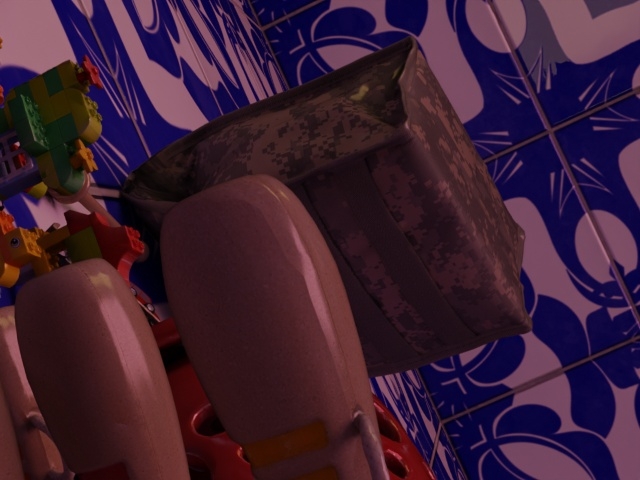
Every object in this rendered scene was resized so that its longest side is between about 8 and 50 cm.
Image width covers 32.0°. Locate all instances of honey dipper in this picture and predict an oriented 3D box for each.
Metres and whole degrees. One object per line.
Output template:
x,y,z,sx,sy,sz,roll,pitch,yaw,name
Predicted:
-0.163,-0.022,0.824,0.160,0.030,0.030,55,12,-62,honey dipper

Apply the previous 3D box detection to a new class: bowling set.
-0.120,0.099,0.372,0.287,0.200,0.154,-23,-94,55,bowling set

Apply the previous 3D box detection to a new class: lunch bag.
0.000,0.000,0.950,0.235,0.287,0.169,56,26,-31,lunch bag

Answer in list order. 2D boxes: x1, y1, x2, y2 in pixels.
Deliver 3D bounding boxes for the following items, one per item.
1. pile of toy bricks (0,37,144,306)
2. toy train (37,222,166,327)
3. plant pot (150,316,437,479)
-0.167,-0.064,0.630,0.212,0.105,0.118,67,8,17,pile of toy bricks
-0.124,0.044,0.722,0.158,0.027,0.036,44,28,-15,toy train
-0.034,0.139,0.589,0.191,0.191,0.174,57,8,-46,plant pot
